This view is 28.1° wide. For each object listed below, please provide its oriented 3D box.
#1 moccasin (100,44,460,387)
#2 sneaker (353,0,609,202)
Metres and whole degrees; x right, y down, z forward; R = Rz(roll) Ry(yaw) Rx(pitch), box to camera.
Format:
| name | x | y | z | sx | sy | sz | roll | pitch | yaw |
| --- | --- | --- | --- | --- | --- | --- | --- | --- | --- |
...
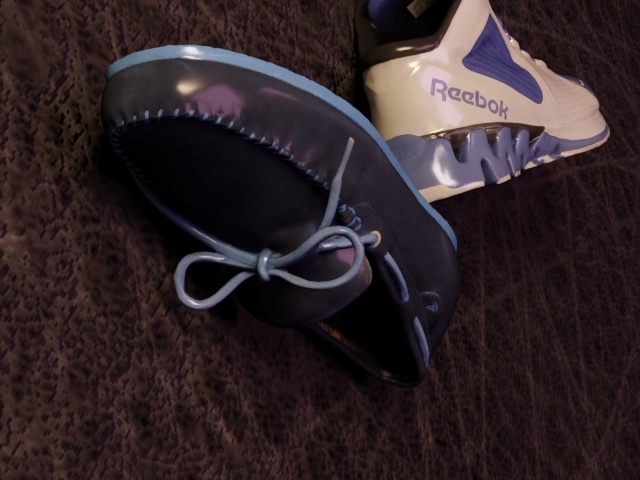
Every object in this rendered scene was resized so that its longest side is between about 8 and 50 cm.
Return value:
| name | x | y | z | sx | sy | sz | roll | pitch | yaw |
| --- | --- | --- | --- | --- | --- | --- | --- | --- | --- |
| moccasin | 0.000 | 0.000 | 0.779 | 0.342 | 0.137 | 0.117 | 32 | 56 | -46 |
| sneaker | 0.127 | -0.140 | 1.035 | 0.315 | 0.127 | 0.182 | -22 | 98 | -56 |
